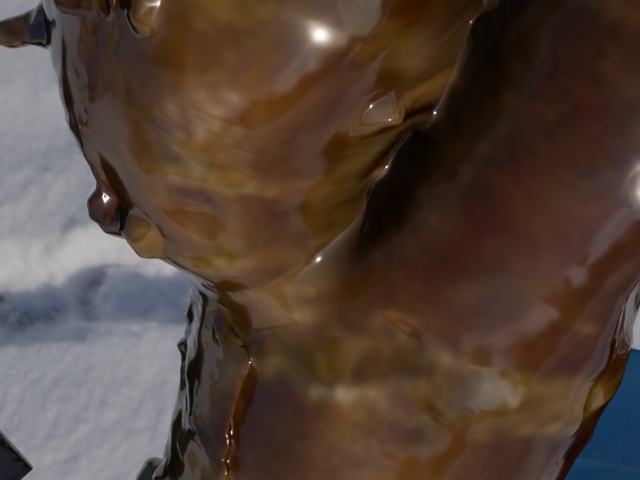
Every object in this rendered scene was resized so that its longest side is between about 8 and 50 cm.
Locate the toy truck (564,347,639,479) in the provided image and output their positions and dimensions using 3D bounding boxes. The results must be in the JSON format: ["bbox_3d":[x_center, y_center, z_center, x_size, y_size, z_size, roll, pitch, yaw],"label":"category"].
[{"bbox_3d":[0.186,0.144,0.684,0.385,0.162,0.161,11,65,10],"label":"toy truck"}]

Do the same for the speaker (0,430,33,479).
[{"bbox_3d":[-0.217,0.033,0.572,0.044,0.082,0.218,-43,98,-20],"label":"speaker"}]

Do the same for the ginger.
[{"bbox_3d":[0.000,0.000,0.464,0.254,0.176,0.418,17,122,1],"label":"ginger"}]
